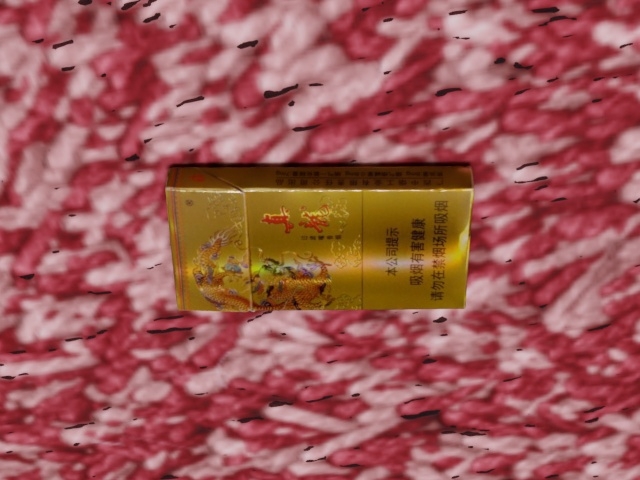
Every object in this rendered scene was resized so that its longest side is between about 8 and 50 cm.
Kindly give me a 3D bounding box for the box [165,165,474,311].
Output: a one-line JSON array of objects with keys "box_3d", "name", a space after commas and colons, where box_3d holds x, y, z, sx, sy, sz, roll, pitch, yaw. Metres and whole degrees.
[{"box_3d": [0.000, 0.000, 0.773, 0.156, 0.022, 0.089, 1, 130, 0], "name": "box"}]
